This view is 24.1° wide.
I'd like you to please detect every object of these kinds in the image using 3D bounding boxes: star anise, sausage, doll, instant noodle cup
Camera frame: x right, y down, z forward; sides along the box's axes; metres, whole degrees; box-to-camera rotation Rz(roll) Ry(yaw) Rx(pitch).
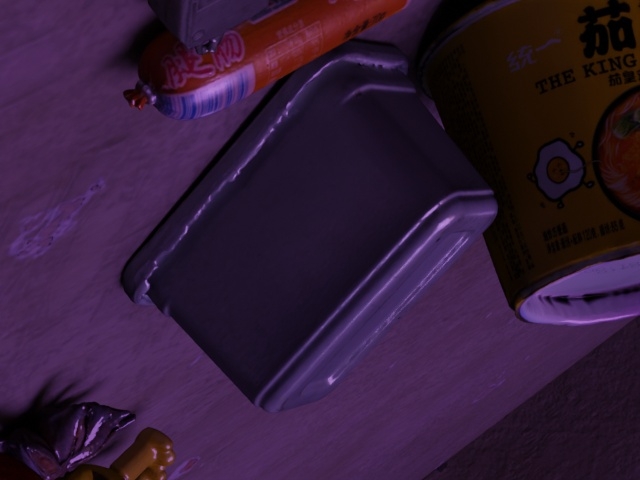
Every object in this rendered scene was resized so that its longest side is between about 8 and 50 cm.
[{"bbox_3d":[-0.272,0.207,1.449,0.195,0.065,0.182,-46,166,21],"label":"star anise"},{"bbox_3d":[-0.040,-0.148,1.066,0.234,0.071,0.071,-33,160,-26],"label":"sausage"},{"bbox_3d":[-0.282,0.320,1.527,0.363,0.145,0.199,-42,152,-45],"label":"doll"},{"bbox_3d":[0.268,-0.077,1.381,0.325,0.254,0.325,-9,163,-3],"label":"instant noodle cup"}]

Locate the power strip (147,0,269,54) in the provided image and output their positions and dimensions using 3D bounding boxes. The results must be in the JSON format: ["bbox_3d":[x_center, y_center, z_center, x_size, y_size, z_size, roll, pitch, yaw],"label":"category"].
[{"bbox_3d":[-0.059,-0.216,0.900,0.078,0.052,0.272,-33,160,-23],"label":"power strip"}]

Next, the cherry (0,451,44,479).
[{"bbox_3d":[-0.342,0.275,1.266,0.239,0.206,0.239,-5,132,-5],"label":"cherry"}]

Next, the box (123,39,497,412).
[{"bbox_3d":[0.000,0.000,1.317,0.312,0.182,0.175,-48,161,22],"label":"box"}]
